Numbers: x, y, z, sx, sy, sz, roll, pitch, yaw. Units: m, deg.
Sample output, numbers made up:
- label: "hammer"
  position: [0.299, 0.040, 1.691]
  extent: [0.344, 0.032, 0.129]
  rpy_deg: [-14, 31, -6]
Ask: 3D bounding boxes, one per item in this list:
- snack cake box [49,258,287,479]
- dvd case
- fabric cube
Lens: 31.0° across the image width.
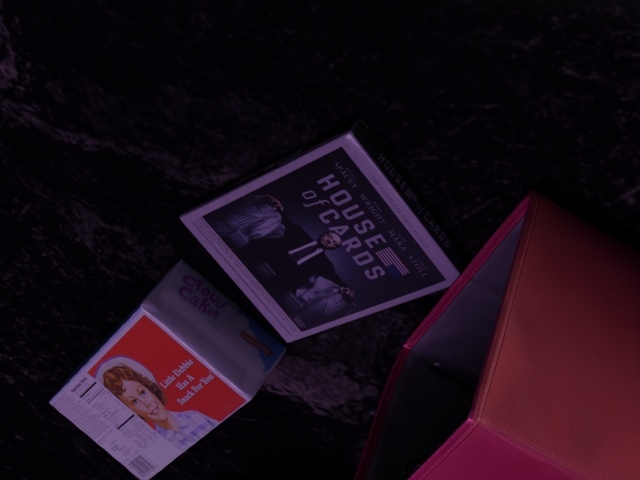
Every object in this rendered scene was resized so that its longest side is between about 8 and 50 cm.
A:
- label: "snack cake box"
  position: [-0.176, 0.151, 1.284]
  extent: [0.152, 0.089, 0.264]
  rpy_deg: [43, 135, -6]
- label: "dvd case"
  position: [0.000, 0.000, 1.094]
  extent: [0.239, 0.029, 0.179]
  rpy_deg: [-23, 114, 41]
- label: "fabric cube"
  position: [0.199, 0.170, 0.950]
  extent: [0.258, 0.254, 0.259]
  rpy_deg: [28, 135, -5]
